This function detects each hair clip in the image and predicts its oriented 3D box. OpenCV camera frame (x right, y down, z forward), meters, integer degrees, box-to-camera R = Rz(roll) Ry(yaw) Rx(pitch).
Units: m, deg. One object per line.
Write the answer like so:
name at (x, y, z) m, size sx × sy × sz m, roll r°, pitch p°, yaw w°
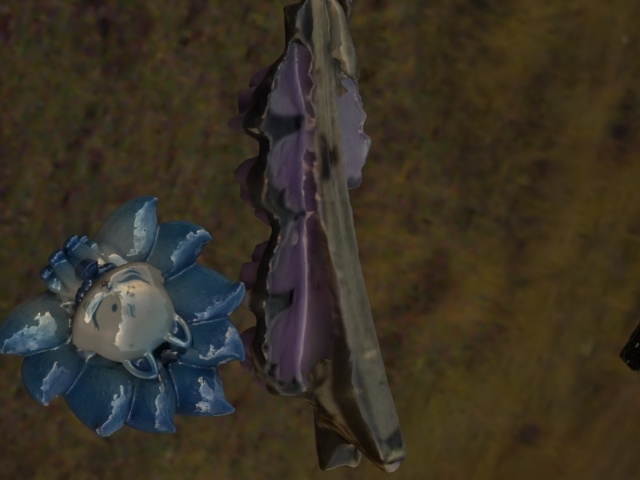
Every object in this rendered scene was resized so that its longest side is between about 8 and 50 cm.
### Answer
hair clip at (0.000, 0.000, 0.958) m, size 0.106 × 0.085 × 0.292 m, roll -15°, pitch 105°, yaw -43°

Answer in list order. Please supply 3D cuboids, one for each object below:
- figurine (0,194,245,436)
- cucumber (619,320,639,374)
figurine at (-0.080, 0.044, 0.763) m, size 0.114 × 0.114 × 0.079 m, roll -62°, pitch 176°, yaw -25°
cucumber at (0.297, 0.039, 1.355) m, size 0.163 × 0.043 × 0.039 m, roll -59°, pitch -178°, yaw -4°
